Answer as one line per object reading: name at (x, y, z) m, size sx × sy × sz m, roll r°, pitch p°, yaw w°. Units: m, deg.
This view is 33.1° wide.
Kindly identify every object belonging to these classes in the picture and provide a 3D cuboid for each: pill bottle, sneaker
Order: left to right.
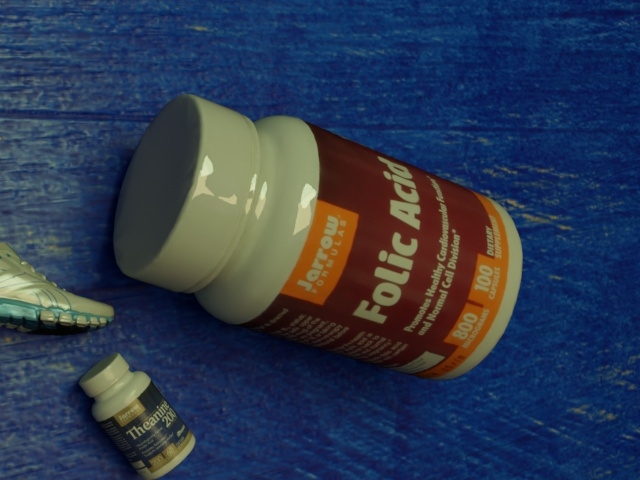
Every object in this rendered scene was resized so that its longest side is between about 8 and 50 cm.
sneaker at (-0.286, 0.044, 1.027) m, size 0.190 × 0.071 × 0.083 m, roll 11°, pitch 68°, yaw -32°
pill bottle at (-0.184, 0.173, 1.067) m, size 0.067 × 0.067 × 0.120 m, roll -43°, pitch 105°, yaw -33°
pill bottle at (0.000, 0.000, 1.134) m, size 0.392 × 0.224 × 0.224 m, roll 19°, pitch 70°, yaw -30°
